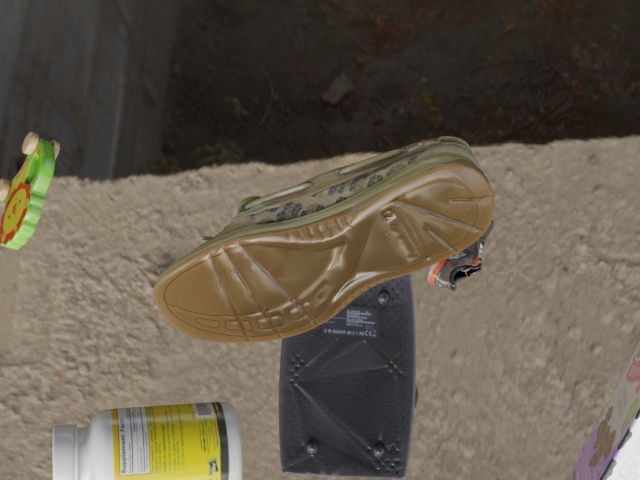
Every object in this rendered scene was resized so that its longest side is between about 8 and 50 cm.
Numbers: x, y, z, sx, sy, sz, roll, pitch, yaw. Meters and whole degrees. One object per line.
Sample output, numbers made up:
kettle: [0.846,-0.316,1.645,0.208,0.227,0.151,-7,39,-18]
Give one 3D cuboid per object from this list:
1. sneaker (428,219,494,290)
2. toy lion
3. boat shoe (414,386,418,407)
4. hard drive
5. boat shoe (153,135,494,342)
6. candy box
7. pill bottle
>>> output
sneaker: [0.245,0.027,1.415,0.064,0.061,0.158,32,68,31]
toy lion: [-0.291,-0.044,0.857,0.100,0.034,0.096,-52,39,20]
boat shoe: [0.095,0.222,1.316,0.049,0.152,0.056,8,71,43]
hard drive: [0.032,0.164,1.086,0.171,0.054,0.255,5,77,-9]
boat shoe: [0.000,0.000,0.709,0.285,0.105,0.089,-20,30,10]
candy box: [0.312,0.176,0.815,0.070,0.165,0.196,26,104,12]
pill bottle: [-0.322,0.403,1.605,0.333,0.188,0.188,-1,63,-16]
